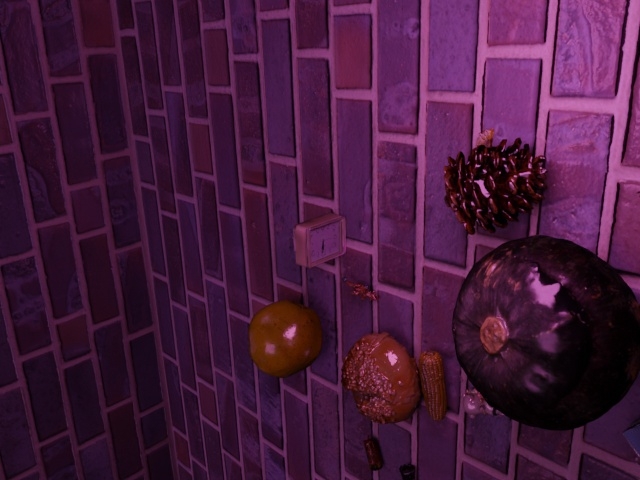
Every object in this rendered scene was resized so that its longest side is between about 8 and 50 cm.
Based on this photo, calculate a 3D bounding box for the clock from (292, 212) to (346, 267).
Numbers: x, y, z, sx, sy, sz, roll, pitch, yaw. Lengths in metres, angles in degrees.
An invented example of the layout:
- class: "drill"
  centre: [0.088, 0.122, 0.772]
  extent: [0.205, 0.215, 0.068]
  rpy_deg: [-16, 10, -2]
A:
- class: "clock"
  centre: [0.000, 0.000, 2.040]
  extent: [0.071, 0.192, 0.147]
  rpy_deg: [17, 116, 42]

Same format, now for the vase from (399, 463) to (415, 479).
- class: "vase"
  centre: [0.318, 0.882, 2.130]
  extent: [0.059, 0.059, 0.167]
  rpy_deg: [4, 108, 47]

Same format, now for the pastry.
- class: "pastry"
  centre: [0.192, 0.471, 2.015]
  extent: [0.284, 0.184, 0.316]
  rpy_deg: [-6, 100, 48]

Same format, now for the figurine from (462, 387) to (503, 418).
- class: "figurine"
  centre: [0.487, 0.471, 1.765]
  extent: [0.146, 0.081, 0.098]
  rpy_deg: [-24, 86, 50]

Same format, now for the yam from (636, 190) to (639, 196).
- class: "yam"
  centre: [0.753, 0.003, 1.261]
  extent: [0.131, 0.131, 0.280]
  rpy_deg: [-4, 102, 49]

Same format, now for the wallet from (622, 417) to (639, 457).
- class: "wallet"
  centre: [0.841, 0.454, 1.369]
  extent: [0.176, 0.075, 0.250]
  rpy_deg: [57, 139, 18]

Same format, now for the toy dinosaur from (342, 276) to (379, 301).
- class: "toy dinosaur"
  centre: [0.134, 0.166, 2.058]
  extent: [0.154, 0.055, 0.049]
  rpy_deg: [31, 129, 27]

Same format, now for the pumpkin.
- class: "pumpkin"
  centre: [0.527, 0.214, 1.423]
  extent: [0.454, 0.343, 0.455]
  rpy_deg: [6, 97, 58]

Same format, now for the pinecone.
- class: "pinecone"
  centre: [0.428, -0.135, 1.499]
  extent: [0.272, 0.224, 0.224]
  rpy_deg: [-14, 94, 37]

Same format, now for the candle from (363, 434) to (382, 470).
- class: "candle"
  centre: [0.193, 0.787, 2.238]
  extent: [0.052, 0.052, 0.131]
  rpy_deg: [-8, 98, 49]

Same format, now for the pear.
- class: "pear"
  centre: [-0.131, 0.364, 2.265]
  extent: [0.294, 0.294, 0.295]
  rpy_deg: [20, 119, 42]

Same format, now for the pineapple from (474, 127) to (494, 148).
- class: "pineapple"
  centre: [0.433, -0.259, 1.591]
  extent: [0.045, 0.019, 0.083]
  rpy_deg: [24, 124, 37]

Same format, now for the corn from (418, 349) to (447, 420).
- class: "corn"
  centre: [0.359, 0.459, 1.910]
  extent: [0.080, 0.080, 0.231]
  rpy_deg: [6, 111, 47]
